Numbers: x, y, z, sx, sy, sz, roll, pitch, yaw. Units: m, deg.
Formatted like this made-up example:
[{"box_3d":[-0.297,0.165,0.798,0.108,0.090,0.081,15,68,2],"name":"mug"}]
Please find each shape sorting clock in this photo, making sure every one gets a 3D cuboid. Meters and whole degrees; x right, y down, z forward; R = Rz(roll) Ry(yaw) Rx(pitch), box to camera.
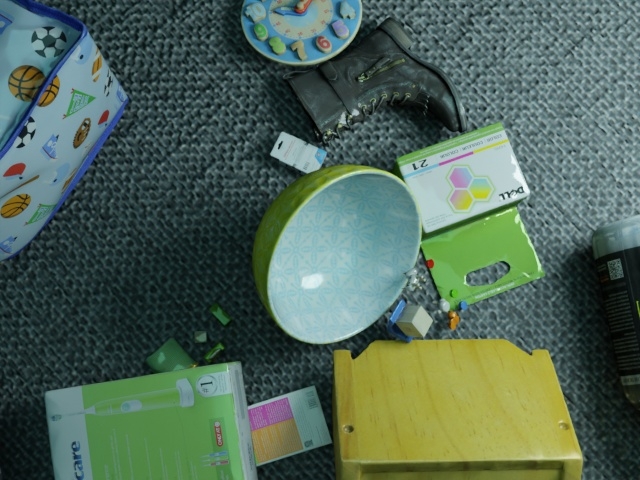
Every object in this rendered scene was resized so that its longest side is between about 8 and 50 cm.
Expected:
[{"box_3d":[-0.033,-0.386,1.627,0.206,0.040,0.206,-3,64,6],"name":"shape sorting clock"}]

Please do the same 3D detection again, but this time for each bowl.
[{"box_3d":[0.000,0.000,1.507,0.289,0.289,0.156,-46,42,-9],"name":"bowl"}]

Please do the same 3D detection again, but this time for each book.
[{"box_3d":[-0.064,0.297,1.532,0.144,0.035,0.096,-16,78,-5],"name":"book"}]

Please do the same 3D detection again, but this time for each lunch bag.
[{"box_3d":[-0.497,-0.150,1.441,0.239,0.328,0.385,27,82,7],"name":"lunch bag"}]

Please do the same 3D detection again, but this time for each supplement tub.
[{"box_3d":[0.556,0.127,1.499,0.207,0.207,0.337,-8,81,-4],"name":"supplement tub"}]

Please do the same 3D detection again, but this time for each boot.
[{"box_3d":[0.090,-0.227,1.606,0.229,0.091,0.263,-36,73,-7],"name":"boot"}]

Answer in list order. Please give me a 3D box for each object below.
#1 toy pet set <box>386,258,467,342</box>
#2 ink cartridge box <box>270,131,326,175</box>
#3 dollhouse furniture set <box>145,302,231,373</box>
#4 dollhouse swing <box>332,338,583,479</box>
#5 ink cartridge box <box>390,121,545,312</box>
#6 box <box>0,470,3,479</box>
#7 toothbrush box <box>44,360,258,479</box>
[{"box_3d":[0.159,0.107,1.545,0.122,0.065,0.114,50,58,-29],"name":"toy pet set"},{"box_3d":[-0.037,-0.142,1.609,0.083,0.028,0.048,26,80,2],"name":"ink cartridge box"},{"box_3d":[-0.205,0.170,1.534,0.152,0.058,0.076,-42,84,-9],"name":"dollhouse furniture set"},{"box_3d":[0.195,0.373,1.516,0.347,0.305,0.315,-1,39,-2],"name":"dollhouse swing"},{"box_3d":[0.249,-0.037,1.570,0.189,0.097,0.255,-20,81,-6],"name":"ink cartridge box"},{"box_3d":[-0.544,0.325,1.292,0.216,0.060,0.270,-14,81,-4],"name":"box"},{"box_3d":[-0.251,0.305,1.455,0.283,0.122,0.206,-10,84,3],"name":"toothbrush box"}]
